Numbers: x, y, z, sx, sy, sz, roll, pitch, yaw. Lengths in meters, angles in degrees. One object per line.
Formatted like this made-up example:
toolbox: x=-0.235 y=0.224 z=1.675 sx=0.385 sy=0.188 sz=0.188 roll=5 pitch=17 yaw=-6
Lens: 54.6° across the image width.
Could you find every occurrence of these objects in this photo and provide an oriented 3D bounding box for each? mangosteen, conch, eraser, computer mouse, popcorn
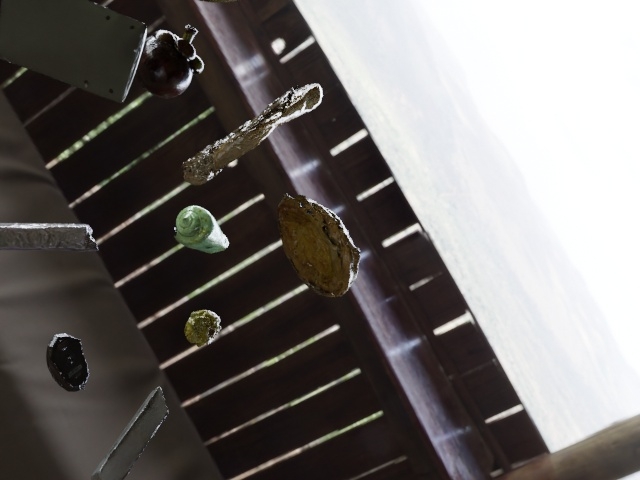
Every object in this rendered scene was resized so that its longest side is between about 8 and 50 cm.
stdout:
mangosteen: x=-0.398 y=-0.460 z=1.627 sx=0.172 sy=0.184 sz=0.172 roll=165 pitch=-90 yaw=-74
conch: x=-0.427 y=-0.023 z=2.176 sx=0.137 sy=0.143 sz=0.250 roll=40 pitch=-15 yaw=16
eraser: x=-0.570 y=0.608 z=1.858 sx=0.077 sy=0.111 sz=0.352 roll=40 pitch=50 yaw=-10
computer mouse: x=-0.682 y=0.328 z=1.660 sx=0.099 sy=0.057 sz=0.172 roll=-41 pitch=119 yaw=-53
popcorn: x=-0.381 y=0.280 z=2.003 sx=0.106 sy=0.121 sz=0.116 roll=94 pitch=-24 yaw=-64

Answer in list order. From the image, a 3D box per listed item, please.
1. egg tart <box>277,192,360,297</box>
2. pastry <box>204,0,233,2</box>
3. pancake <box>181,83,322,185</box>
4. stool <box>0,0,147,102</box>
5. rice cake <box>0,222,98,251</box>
egg tart: x=0.000 y=0.000 z=1.492 sx=0.107 sy=0.291 sz=0.290 roll=-31 pitch=89 yaw=-29
pastry: x=-0.202 y=-0.638 z=1.222 sx=0.329 sy=0.330 sz=0.136 roll=48 pitch=10 yaw=-31
pancake: x=-0.167 y=-0.245 z=1.443 sx=0.071 sy=0.382 sz=0.382 roll=55 pitch=18 yaw=-13
stool: x=-0.522 y=-0.418 z=1.276 sx=0.270 sy=0.170 sz=0.244 roll=16 pitch=11 yaw=-28
rice cake: x=-0.697 y=-0.010 z=1.370 sx=0.070 sy=0.399 sz=0.064 roll=176 pitch=-84 yaw=-78
